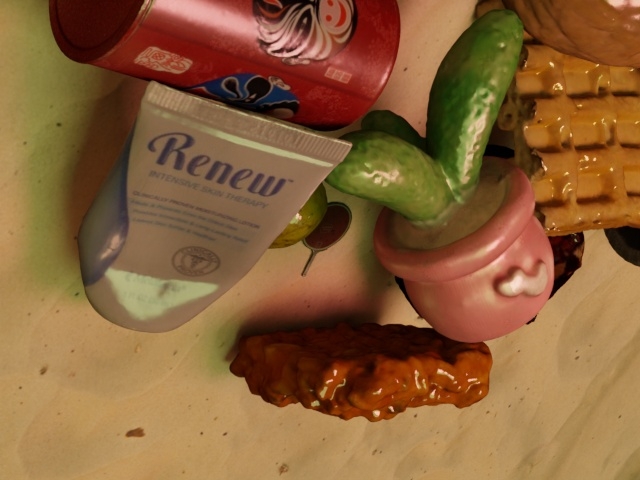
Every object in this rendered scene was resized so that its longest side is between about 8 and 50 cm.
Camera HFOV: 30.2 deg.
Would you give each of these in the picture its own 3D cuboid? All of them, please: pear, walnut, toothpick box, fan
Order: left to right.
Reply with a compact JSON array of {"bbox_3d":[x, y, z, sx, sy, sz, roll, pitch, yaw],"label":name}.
[{"bbox_3d":[-0.098,-0.249,1.284,0.333,0.204,0.204,12,118,-42],"label":"toothpick box"},{"bbox_3d":[-0.052,-0.043,1.577,0.131,0.107,0.107,-28,139,-25],"label":"pear"},{"bbox_3d":[0.000,0.000,1.729,0.085,0.005,0.133,3,123,-39],"label":"fan"},{"bbox_3d":[0.358,-0.371,1.456,0.344,0.306,0.306,6,122,-41],"label":"walnut"}]

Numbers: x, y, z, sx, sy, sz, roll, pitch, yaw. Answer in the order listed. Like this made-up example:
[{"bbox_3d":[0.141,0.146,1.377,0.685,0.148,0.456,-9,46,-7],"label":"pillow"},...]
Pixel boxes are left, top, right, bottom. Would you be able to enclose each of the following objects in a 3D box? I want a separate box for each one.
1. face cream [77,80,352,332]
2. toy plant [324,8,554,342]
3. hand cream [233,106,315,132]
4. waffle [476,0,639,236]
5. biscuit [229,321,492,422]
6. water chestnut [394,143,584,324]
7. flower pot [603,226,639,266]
[{"bbox_3d":[-0.160,-0.025,1.399,0.234,0.137,0.420,17,140,-21],"label":"face cream"},{"bbox_3d":[0.173,-0.063,1.481,0.317,0.210,0.356,-38,117,-16],"label":"toy plant"},{"bbox_3d":[-0.064,-0.140,1.535,0.143,0.039,0.061,19,111,-50],"label":"hand cream"},{"bbox_3d":[0.373,-0.178,1.659,0.304,0.077,0.348,-6,89,-35],"label":"waffle"},{"bbox_3d":[0.066,0.190,1.745,0.312,0.318,0.111,-2,97,-36],"label":"biscuit"},{"bbox_3d":[0.256,0.017,1.734,0.300,0.300,0.300,-20,136,-21],"label":"water chestnut"},{"bbox_3d":[0.632,-0.071,1.955,0.282,0.299,0.299,5,124,-24],"label":"flower pot"}]
